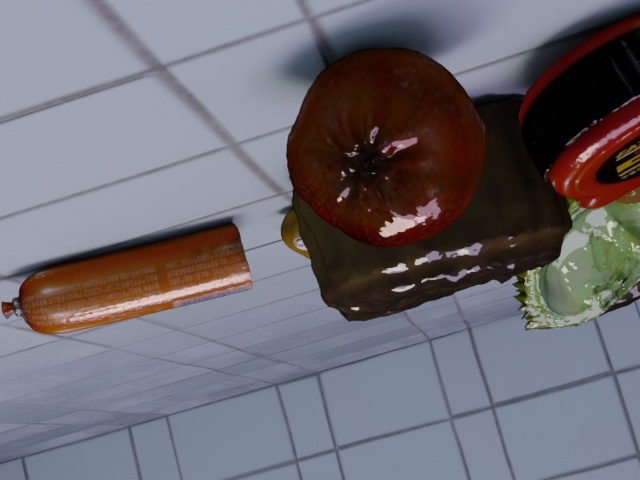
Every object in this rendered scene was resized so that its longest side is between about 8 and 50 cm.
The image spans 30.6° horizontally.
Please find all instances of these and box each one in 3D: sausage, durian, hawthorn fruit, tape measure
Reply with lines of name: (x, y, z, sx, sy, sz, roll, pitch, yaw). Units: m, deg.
sausage: (-0.248, 0.056, 1.488, 0.312, 0.093, 0.093, -14, 168, -7)
durian: (0.441, -0.009, 1.788, 0.394, 0.198, 0.163, -34, 169, 18)
hawthorn fruit: (0.070, -0.088, 1.054, 0.179, 0.179, 0.200, -22, -177, 30)
tape measure: (0.332, -0.143, 1.198, 0.253, 0.114, 0.260, -30, 159, 17)

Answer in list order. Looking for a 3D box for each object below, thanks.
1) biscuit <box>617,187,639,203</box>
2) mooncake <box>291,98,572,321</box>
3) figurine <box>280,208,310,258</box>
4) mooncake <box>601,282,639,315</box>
biscuit: (0.456, -0.107, 1.634, 0.133, 0.027, 0.184, -9, 145, -16)
mooncake: (0.130, -0.024, 1.370, 0.324, 0.187, 0.324, -15, 171, -2)
figurine: (-0.004, -0.001, 1.578, 0.122, 0.121, 0.176, 9, 168, 33)
mooncake: (0.531, 0.012, 2.000, 0.290, 0.161, 0.290, -28, 174, -3)
